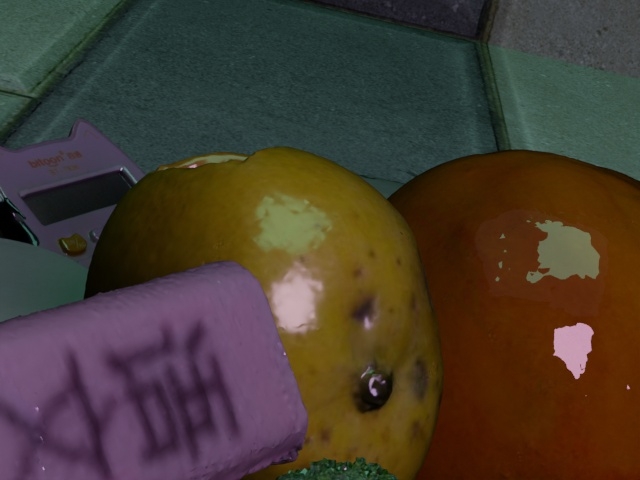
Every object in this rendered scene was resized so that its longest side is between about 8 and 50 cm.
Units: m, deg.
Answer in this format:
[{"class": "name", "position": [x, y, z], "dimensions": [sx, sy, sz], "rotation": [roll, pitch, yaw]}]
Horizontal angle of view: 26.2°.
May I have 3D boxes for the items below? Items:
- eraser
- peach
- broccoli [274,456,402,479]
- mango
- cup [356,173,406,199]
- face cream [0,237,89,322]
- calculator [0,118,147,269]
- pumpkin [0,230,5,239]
[{"class": "eraser", "position": [-0.218, 0.127, 0.621], "dimensions": [0.272, 0.122, 0.359], "rotation": [-25, -7, 39]}, {"class": "peach", "position": [0.164, 0.105, 0.995], "dimensions": [0.342, 0.343, 0.302], "rotation": [3, 45, -25]}, {"class": "broccoli", "position": [0.004, 0.245, 0.691], "dimensions": [0.269, 0.270, 0.270], "rotation": [8, -9, -13]}, {"class": "mango", "position": [-0.062, 0.095, 0.864], "dimensions": [0.182, 0.365, 0.253], "rotation": [-10, 64, -37]}, {"class": "cup", "position": [0.000, 0.000, 1.272], "dimensions": [0.234, 0.258, 0.186], "rotation": [21, 66, 34]}, {"class": "face cream", "position": [-0.249, 0.098, 0.994], "dimensions": [0.177, 0.153, 0.177], "rotation": [13, 21, -5]}, {"class": "calculator", "position": [-0.175, 0.016, 1.217], "dimensions": [0.294, 0.043, 0.194], "rotation": [48, 32, 13]}, {"class": "pumpkin", "position": [-0.300, 0.000, 1.284], "dimensions": [0.217, 0.110, 0.217], "rotation": [8, 27, -4]}]
